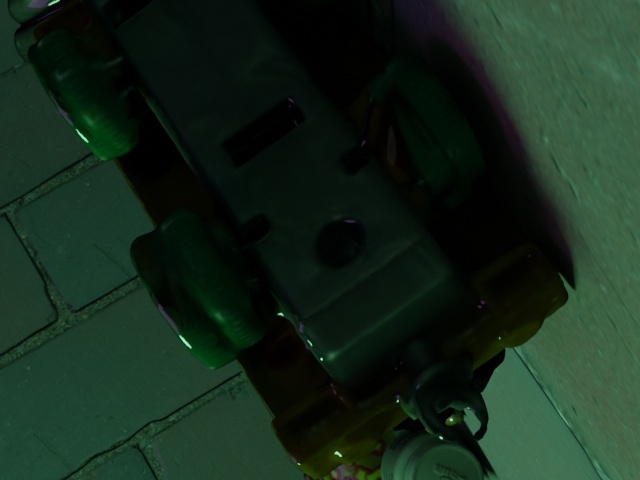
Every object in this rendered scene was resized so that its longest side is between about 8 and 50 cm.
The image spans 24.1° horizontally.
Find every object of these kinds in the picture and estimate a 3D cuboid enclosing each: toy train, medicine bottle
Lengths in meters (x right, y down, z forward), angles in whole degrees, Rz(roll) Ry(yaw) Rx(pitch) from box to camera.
[{"bbox_3d":[-0.017,-0.035,0.873,0.429,0.178,0.249,56,-179,31],"label":"toy train"},{"bbox_3d":[0.103,0.213,1.363,0.080,0.080,0.130,59,172,1],"label":"medicine bottle"}]

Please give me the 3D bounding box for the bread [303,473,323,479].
[{"bbox_3d":[0.062,0.328,1.865,0.247,0.135,0.232,59,173,2],"label":"bread"}]

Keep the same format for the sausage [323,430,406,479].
[{"bbox_3d":[0.074,0.265,1.578,0.125,0.117,0.317,-46,69,41],"label":"sausage"}]

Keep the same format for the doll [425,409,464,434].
[{"bbox_3d":[0.087,0.146,1.318,0.061,0.051,0.093,68,169,-14],"label":"doll"}]

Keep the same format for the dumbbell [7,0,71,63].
[{"bbox_3d":[-0.217,-0.302,1.092,0.406,0.179,0.179,60,172,-14],"label":"dumbbell"}]
